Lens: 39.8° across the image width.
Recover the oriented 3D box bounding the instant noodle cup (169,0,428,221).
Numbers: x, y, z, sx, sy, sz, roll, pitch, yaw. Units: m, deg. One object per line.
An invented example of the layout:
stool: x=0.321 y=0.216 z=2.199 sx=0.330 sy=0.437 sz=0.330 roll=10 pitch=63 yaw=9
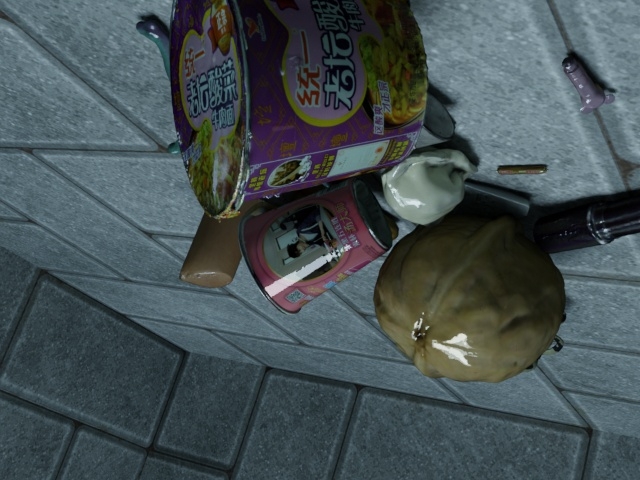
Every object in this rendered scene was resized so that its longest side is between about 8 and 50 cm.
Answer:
instant noodle cup: x=-0.032 y=-0.202 z=1.166 sx=0.266 sy=0.339 sz=0.340 roll=-6 pitch=170 yaw=-23

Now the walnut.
walnut: x=0.291 y=0.110 z=1.730 sx=0.381 sy=0.381 sz=0.381 roll=16 pitch=161 yaw=6

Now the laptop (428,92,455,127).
laptop: x=0.075 y=-0.232 z=1.497 sx=0.269 sy=0.015 sz=0.188 roll=3 pitch=156 yaw=38

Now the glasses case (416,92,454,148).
glasses case: x=0.087 y=-0.183 z=1.500 sx=0.114 sy=0.060 sz=0.299 roll=34 pitch=155 yaw=-29

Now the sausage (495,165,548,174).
sausage: x=0.353 y=-0.123 z=1.549 sx=0.100 sy=0.015 sz=0.015 roll=2 pitch=156 yaw=39

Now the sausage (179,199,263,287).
sausage: x=-0.228 y=-0.006 z=2.041 sx=0.123 sy=0.252 sz=0.123 roll=16 pitch=156 yaw=7

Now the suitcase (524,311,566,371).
suitcase: x=0.416 y=0.203 z=2.128 sx=0.339 sy=0.194 sz=0.351 roll=6 pitch=158 yaw=25

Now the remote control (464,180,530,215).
remote control: x=0.306 y=-0.091 z=1.670 sx=0.184 sy=0.027 sz=0.050 roll=19 pitch=158 yaw=11

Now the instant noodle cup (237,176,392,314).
instant noodle cup: x=0.000 y=0.000 z=1.781 sx=0.255 sy=0.244 sz=0.244 roll=-26 pitch=143 yaw=18

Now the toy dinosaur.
toy dinosaur: x=-0.142 y=-0.236 z=1.587 sx=0.383 sy=0.129 sz=0.331 roll=17 pitch=152 yaw=0

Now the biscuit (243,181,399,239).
biscuit: x=0.001 y=-0.037 z=1.942 sx=0.291 sy=0.062 sz=0.237 roll=29 pitch=135 yaw=-29

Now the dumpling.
dumpling: x=0.193 y=-0.103 z=1.561 sx=0.132 sy=0.162 sz=0.250 roll=58 pitch=-169 yaw=29

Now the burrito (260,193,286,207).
burrito: x=-0.078 y=-0.087 z=1.977 sx=0.203 sy=0.064 sz=0.064 roll=27 pitch=159 yaw=-27

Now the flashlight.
flashlight: x=0.370 y=-0.221 z=1.241 sx=0.052 sy=0.031 sz=0.110 roll=-25 pitch=136 yaw=29

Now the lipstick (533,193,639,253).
lipstick: x=0.507 y=-0.034 z=1.560 sx=0.081 sy=0.081 sz=0.300 roll=28 pitch=156 yaw=-27
